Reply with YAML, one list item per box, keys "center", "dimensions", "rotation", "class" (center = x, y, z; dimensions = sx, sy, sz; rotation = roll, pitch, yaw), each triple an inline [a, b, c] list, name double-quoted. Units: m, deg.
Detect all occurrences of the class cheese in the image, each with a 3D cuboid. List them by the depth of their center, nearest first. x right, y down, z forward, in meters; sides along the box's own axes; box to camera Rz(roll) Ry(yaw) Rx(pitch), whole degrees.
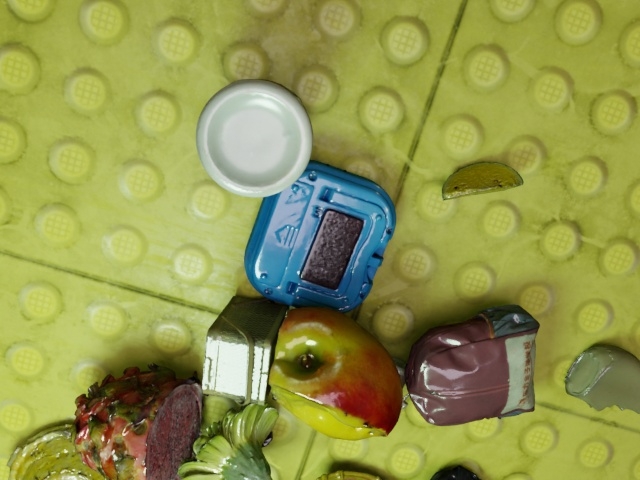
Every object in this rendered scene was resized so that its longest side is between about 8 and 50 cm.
- center: [0.738, 0.360, 1.574]
  dimensions: [0.202, 0.091, 0.175]
  rotation: [32, 102, -9]
  class: "cheese"

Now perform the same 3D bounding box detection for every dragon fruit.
- center: [-0.445, 0.446, 1.463]
  dimensions: [0.262, 0.314, 0.296]
  rotation: [4, 102, 15]
  class: "dragon fruit"

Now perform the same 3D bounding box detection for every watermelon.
- center: [0.364, -0.143, 1.436]
  dimensions: [0.181, 0.092, 0.075]
  rotation: [-10, 91, 9]
  class: "watermelon"

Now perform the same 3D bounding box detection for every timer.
- center: [0.000, 0.000, 1.435]
  dimensions: [0.308, 0.115, 0.340]
  rotation: [18, 104, -14]
  class: "timer"

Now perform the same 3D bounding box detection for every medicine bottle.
- center: [-0.124, -0.218, 1.250]
  dimensions: [0.210, 0.371, 0.211]
  rotation: [-1, 105, -3]
  class: "medicine bottle"

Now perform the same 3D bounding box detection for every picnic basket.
- center: [-0.164, 0.242, 1.422]
  dimensions: [0.139, 0.267, 0.165]
  rotation: [9, 106, 5]
  class: "picnic basket"

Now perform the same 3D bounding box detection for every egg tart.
- center: [-0.617, 0.620, 1.563]
  dimensions: [0.341, 0.132, 0.342]
  rotation: [-1, 104, -4]
  class: "egg tart"

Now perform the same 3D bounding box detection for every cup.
- center: [0.179, 0.354, 1.543]
  dimensions: [0.074, 0.102, 0.099]
  rotation: [19, 102, -26]
  class: "cup"

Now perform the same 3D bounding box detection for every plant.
- center: [-0.167, 0.530, 1.493]
  dimensions: [0.296, 0.261, 0.306]
  rotation: [4, 108, 9]
  class: "plant"

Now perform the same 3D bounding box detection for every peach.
- center: [0.043, 0.303, 1.408]
  dimensions: [0.306, 0.380, 0.243]
  rotation: [16, 63, 11]
  class: "peach"

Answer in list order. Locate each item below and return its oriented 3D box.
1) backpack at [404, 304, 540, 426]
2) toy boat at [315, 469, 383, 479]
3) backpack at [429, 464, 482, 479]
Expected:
- center: [0.352, 0.308, 1.485]
  dimensions: [0.317, 0.197, 0.284]
  rotation: [-10, 107, -11]
  class: "backpack"
- center: [0.118, 0.675, 1.626]
  dimensions: [0.317, 0.099, 0.141]
  rotation: [28, 101, -11]
  class: "toy boat"
- center: [0.330, 0.701, 1.593]
  dimensions: [0.206, 0.133, 0.258]
  rotation: [44, 54, -10]
  class: "backpack"
